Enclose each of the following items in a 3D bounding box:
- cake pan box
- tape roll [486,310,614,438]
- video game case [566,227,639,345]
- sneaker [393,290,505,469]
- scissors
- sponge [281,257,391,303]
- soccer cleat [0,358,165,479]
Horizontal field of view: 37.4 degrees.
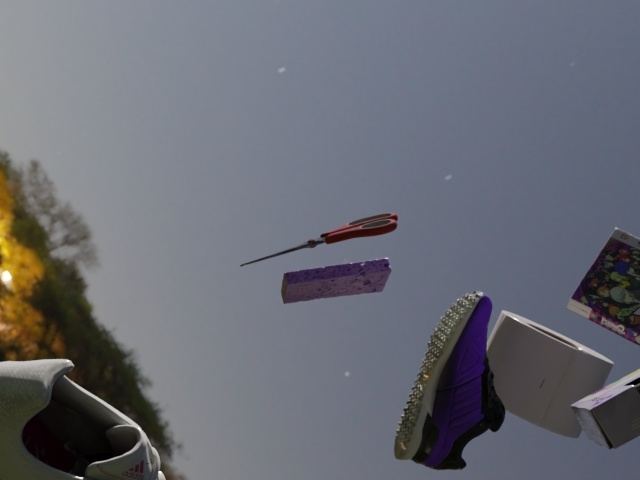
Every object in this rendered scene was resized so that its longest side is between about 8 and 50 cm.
[{"bbox_3d":[0.492,0.211,1.356,0.070,0.245,0.267,60,5,12],"label":"cake pan box"},{"bbox_3d":[0.443,0.268,1.913,0.246,0.169,0.246,24,5,-2],"label":"tape roll"},{"bbox_3d":[0.651,0.101,1.940,0.210,0.232,0.042,29,-33,22],"label":"video game case"},{"bbox_3d":[0.232,0.230,1.500,0.146,0.293,0.102,22,2,-6],"label":"sneaker"},{"bbox_3d":[0.000,0.000,1.682,0.109,0.297,0.021,-119,-166,-74],"label":"scissors"},{"bbox_3d":[0.028,0.082,1.867,0.117,0.210,0.031,106,-26,-66],"label":"sponge"},{"bbox_3d":[-0.179,0.230,0.807,0.331,0.143,0.116,56,30,-29],"label":"soccer cleat"}]
